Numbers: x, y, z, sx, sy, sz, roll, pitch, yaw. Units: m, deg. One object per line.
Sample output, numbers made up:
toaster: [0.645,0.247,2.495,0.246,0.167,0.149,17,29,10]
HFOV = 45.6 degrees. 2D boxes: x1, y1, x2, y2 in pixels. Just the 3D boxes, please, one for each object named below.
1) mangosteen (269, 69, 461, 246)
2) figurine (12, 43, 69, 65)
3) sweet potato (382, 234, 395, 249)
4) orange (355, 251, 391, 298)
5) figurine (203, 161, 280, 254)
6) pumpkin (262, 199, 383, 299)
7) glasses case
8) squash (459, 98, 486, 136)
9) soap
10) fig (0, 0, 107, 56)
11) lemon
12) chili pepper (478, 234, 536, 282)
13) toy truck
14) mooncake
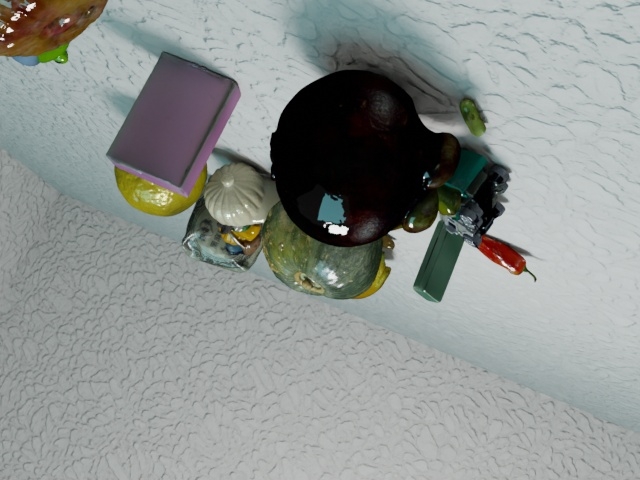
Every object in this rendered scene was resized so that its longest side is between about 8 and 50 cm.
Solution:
mangosteen: [0.069,-0.132,1.246,0.313,0.297,0.297,6,159,29]
figurine: [-0.621,-0.470,1.550,0.263,0.143,0.162,43,159,-3]
sweet potato: [0.096,-0.027,2.115,0.233,0.062,0.081,19,-175,14]
orange: [0.073,0.070,2.252,0.262,0.196,0.334,10,165,11]
figurine: [-0.242,-0.077,2.131,0.204,0.185,0.332,-2,150,-26]
pumpkin: [0.000,0.000,1.946,0.327,0.258,0.292,17,153,23]
glasses case: [0.279,0.048,1.780,0.039,0.184,0.077,8,159,45]
squash: [0.243,-0.199,1.222,0.027,0.028,0.083,16,165,34]
soap: [-0.300,-0.237,1.569,0.181,0.260,0.081,22,168,8]
fig: [-0.497,-0.462,1.148,0.369,0.286,0.286,48,167,3]
lemon: [-0.425,-0.186,2.035,0.267,0.267,0.267,24,167,6]
chili pepper: [0.422,0.034,1.762,0.191,0.050,0.059,36,172,10]
toy truck: [0.279,-0.083,1.443,0.124,0.114,0.253,35,171,20]
mooncake: [-0.287,-0.034,2.371,0.250,0.255,0.136,23,179,-3]
